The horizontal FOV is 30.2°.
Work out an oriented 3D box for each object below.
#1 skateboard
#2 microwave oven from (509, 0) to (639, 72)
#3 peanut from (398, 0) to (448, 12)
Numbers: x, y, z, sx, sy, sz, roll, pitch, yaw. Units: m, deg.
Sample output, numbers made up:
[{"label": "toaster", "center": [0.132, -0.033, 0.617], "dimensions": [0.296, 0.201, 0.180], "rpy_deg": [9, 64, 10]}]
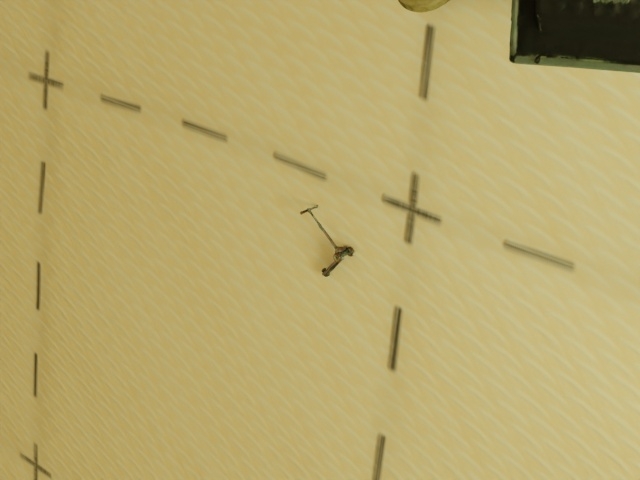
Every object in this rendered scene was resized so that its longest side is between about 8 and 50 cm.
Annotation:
[{"label": "skateboard", "center": [0.000, 0.000, 1.514], "dimensions": [0.083, 0.032, 0.064], "rpy_deg": [56, 141, 10]}, {"label": "microwave oven", "center": [0.341, -0.238, 1.007], "dimensions": [0.295, 0.237, 0.181], "rpy_deg": [14, 110, 43]}, {"label": "peanut", "center": [0.155, -0.295, 1.258], "dimensions": [0.187, 0.082, 0.082], "rpy_deg": [-6, 98, 42]}]
